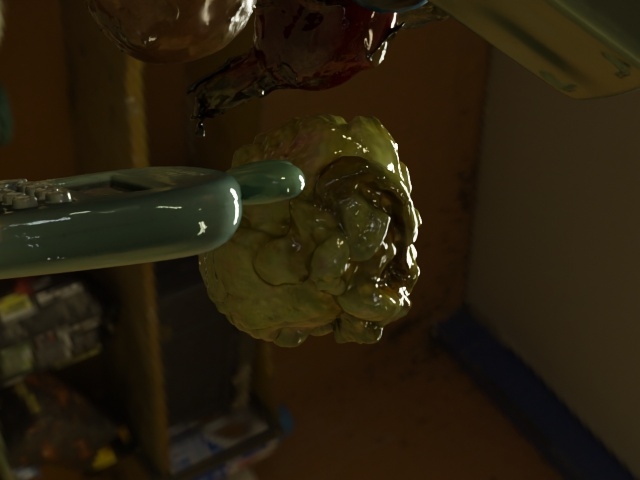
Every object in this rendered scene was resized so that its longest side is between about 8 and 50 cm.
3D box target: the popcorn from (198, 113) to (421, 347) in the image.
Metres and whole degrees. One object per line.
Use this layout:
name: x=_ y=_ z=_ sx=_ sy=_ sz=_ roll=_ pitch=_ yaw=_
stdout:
popcorn: x=0.000 y=0.000 z=1.378 sx=0.259 sy=0.259 sz=0.212 roll=34 pitch=-12 yaw=49

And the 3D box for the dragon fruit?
dragon fruit: x=-0.025 y=-0.179 z=1.265 sx=0.125 sy=0.246 sz=0.125 roll=42 pitch=19 yaw=-44

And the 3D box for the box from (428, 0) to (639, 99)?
box: x=0.099 y=-0.169 z=0.671 sx=0.210 sy=0.129 sz=0.148 roll=33 pitch=-5 yaw=-8

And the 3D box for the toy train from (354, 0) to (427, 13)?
toy train: x=0.007 y=-0.336 z=1.086 sx=0.188 sy=0.300 sz=0.265 roll=112 pitch=-7 yaw=-77

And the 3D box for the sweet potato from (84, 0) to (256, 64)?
sweet potato: x=-0.077 y=-0.189 z=0.747 sx=0.292 sy=0.097 sz=0.097 roll=-101 pitch=-171 yaw=-49

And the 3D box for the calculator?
calculator: x=-0.146 y=-0.010 z=0.765 sx=0.184 sy=0.295 sz=0.042 roll=-165 pitch=-112 yaw=-68

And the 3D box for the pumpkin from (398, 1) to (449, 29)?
pumpkin: x=0.083 y=-0.382 z=1.428 sx=0.291 sy=0.257 sz=0.328 roll=-28 pitch=-106 yaw=20
